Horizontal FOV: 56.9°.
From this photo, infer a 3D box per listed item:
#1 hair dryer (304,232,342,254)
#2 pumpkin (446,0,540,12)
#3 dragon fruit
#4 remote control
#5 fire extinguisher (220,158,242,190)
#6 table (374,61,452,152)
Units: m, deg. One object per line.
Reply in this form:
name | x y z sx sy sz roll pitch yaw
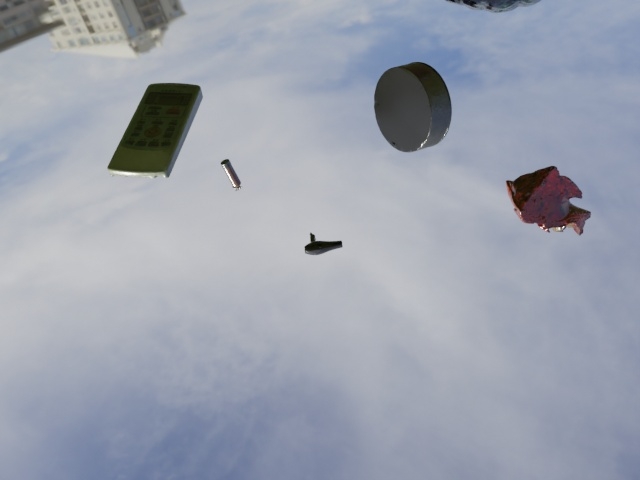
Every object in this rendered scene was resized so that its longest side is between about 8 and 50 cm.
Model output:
hair dryer | 0.000 0.000 1.237 0.079 0.031 0.083 -10 -148 -9
pumpkin | 0.205 -0.363 0.638 0.248 0.248 0.248 -13 -148 8
dragon fruit | 0.473 -0.083 1.212 0.192 0.122 0.092 18 -167 -22
remote control | -0.326 -0.224 1.184 0.124 0.038 0.285 3 -133 8
fire extinguisher | -0.202 -0.146 1.345 0.028 0.083 0.022 3 -135 32
table | 0.141 -0.206 0.918 0.043 0.133 0.133 -21 -151 -29
